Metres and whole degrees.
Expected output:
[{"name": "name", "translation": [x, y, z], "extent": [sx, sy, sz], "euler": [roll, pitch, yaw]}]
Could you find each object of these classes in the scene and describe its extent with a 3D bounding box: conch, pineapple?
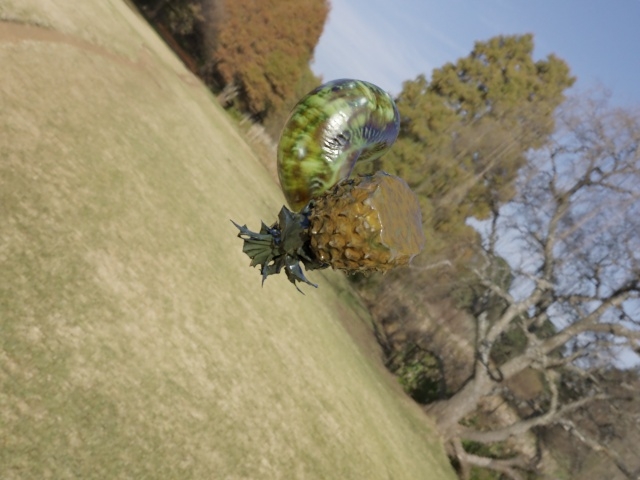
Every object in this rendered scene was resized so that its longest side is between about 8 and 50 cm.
[{"name": "conch", "translation": [0.015, -0.139, 0.885], "extent": [0.124, 0.187, 0.181], "euler": [53, 22, -3]}, {"name": "pineapple", "translation": [0.000, 0.000, 0.754], "extent": [0.251, 0.125, 0.125], "euler": [-13, -51, 44]}]

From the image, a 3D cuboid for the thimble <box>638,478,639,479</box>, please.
[{"name": "thimble", "translation": [0.236, 0.202, 0.327], "extent": [0.190, 0.163, 0.125], "euler": [22, 16, -4]}]
